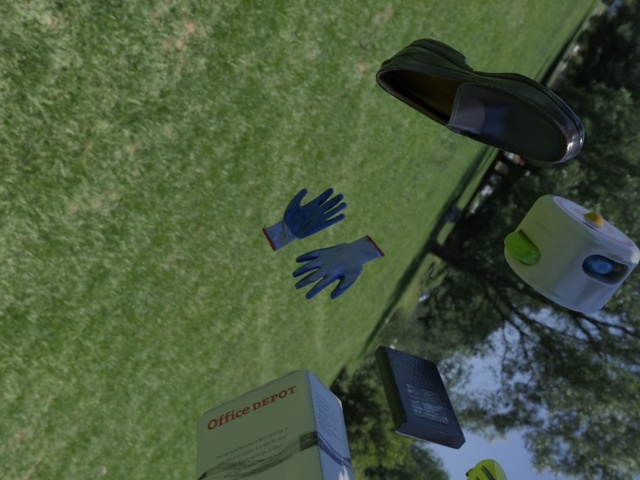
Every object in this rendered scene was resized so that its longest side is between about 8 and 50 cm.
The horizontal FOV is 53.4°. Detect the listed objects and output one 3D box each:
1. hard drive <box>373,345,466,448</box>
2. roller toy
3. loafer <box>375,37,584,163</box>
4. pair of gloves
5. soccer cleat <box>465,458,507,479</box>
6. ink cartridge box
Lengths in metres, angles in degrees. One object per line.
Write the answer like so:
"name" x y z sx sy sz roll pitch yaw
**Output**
"hard drive" 0.124 0.196 0.811 0.022 0.094 0.135 -59 -158 26
"roller toy" 0.432 0.015 1.090 0.209 0.191 0.146 -17 140 -60
"loafer" 0.119 -0.102 0.497 0.061 0.170 0.062 -32 142 -36
"pair of gloves" 0.000 0.000 1.057 0.159 0.198 0.023 -29 158 -17
"soccer cleat" 0.245 0.415 0.873 0.121 0.093 0.289 -24 -166 30
"ink cartridge box" -0.068 0.388 0.981 0.223 0.129 0.307 -27 -139 15
